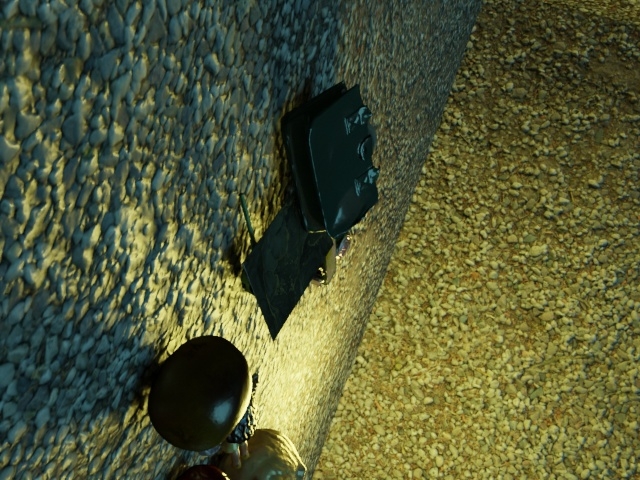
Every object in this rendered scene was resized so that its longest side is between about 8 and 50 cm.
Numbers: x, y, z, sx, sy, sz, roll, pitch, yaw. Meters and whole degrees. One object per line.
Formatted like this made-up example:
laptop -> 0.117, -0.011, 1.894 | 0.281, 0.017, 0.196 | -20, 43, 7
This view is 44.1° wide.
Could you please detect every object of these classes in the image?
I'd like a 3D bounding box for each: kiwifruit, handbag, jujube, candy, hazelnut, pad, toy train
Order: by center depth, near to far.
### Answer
kiwifruit -> -0.233, 0.296, 1.567 | 0.196, 0.196, 0.234 | 94, 16, -45
candy -> -0.156, 0.012, 1.767 | 0.083, 0.091, 0.305 | -104, -178, -47
pad -> -0.065, 0.028, 1.865 | 0.367, 0.007, 0.248 | -58, 142, -43
handbag -> 0.037, -0.185, 1.868 | 0.238, 0.089, 0.326 | -40, 131, -35
jujube -> -0.300, 0.643, 1.868 | 0.236, 0.168, 0.168 | -60, 170, 22
toy train -> 0.000, 0.000, 2.166 | 0.261, 0.134, 0.177 | 87, 26, -55
hazelnut -> -0.162, 0.647, 2.190 | 0.261, 0.241, 0.261 | -7, 90, -84

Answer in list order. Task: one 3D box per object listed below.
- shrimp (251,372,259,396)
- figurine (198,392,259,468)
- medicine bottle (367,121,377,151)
shrimp -> -0.190, 0.413, 2.188 | 0.029, 0.038, 0.092 | 28, 78, -32
figurine -> -0.218, 0.469, 1.989 | 0.175, 0.115, 0.240 | -52, 156, -52
medicine bottle -> 0.047, -0.228, 2.038 | 0.215, 0.135, 0.135 | -47, 153, -46
